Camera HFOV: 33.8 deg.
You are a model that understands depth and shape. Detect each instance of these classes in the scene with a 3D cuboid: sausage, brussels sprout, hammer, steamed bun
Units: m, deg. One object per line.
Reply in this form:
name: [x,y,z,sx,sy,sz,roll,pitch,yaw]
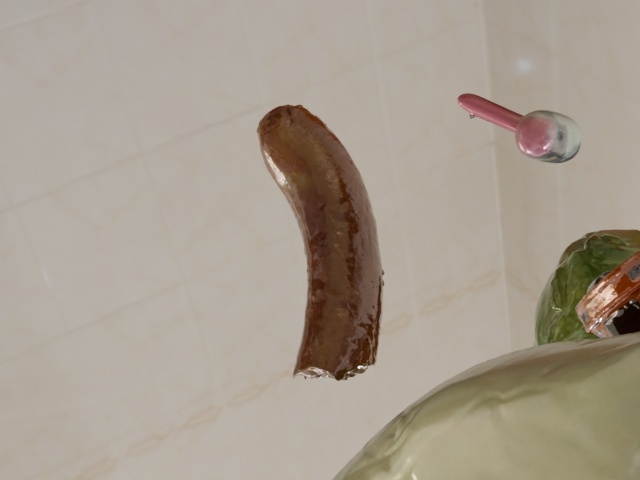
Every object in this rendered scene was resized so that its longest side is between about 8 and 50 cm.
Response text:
sausage: [0.005,-0.002,1.017,0.102,0.076,0.302,-8,-115,-4]
brussels sprout: [0.346,0.107,1.199,0.244,0.244,0.244,-8,-143,6]
hammer: [0.118,-0.073,0.646,0.083,0.031,0.052,31,-165,32]
steamed bun: [0.192,0.283,0.833,0.290,0.456,0.371,3,-120,-50]

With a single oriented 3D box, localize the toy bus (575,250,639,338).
toy bus: [0.405,0.048,0.956,0.329,0.143,0.153,-10,-114,-23]
